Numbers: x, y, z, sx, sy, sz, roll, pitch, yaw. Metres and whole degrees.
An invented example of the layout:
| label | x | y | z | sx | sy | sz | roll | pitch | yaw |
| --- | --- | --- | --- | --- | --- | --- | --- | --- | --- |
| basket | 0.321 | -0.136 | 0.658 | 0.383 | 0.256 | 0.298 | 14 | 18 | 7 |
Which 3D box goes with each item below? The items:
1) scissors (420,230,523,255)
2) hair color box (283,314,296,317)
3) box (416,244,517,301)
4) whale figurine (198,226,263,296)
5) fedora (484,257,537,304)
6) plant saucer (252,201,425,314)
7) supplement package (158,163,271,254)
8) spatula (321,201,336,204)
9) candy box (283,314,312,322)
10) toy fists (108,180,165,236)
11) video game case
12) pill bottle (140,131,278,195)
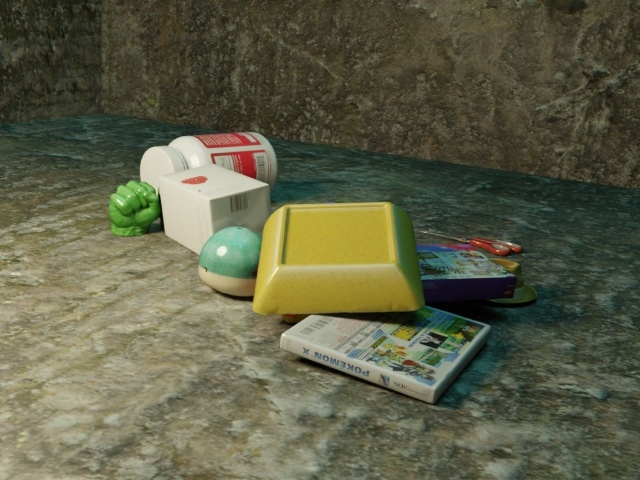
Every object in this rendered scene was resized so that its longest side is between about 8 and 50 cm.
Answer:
| label | x | y | z | sx | sy | sz | roll | pitch | yaw |
| --- | --- | --- | --- | --- | --- | --- | --- | --- | --- |
| scissors | 0.446 | 0.001 | 2.302 | 0.297 | 0.021 | 0.109 | 15 | 21 | 36 |
| hair color box | -0.064 | 0.109 | 1.607 | 0.072 | 0.043 | 0.141 | 9 | 21 | 14 |
| box | 0.251 | 0.069 | 1.710 | 0.293 | 0.057 | 0.201 | 0 | 21 | -22 |
| whale figurine | -0.143 | 0.037 | 1.763 | 0.272 | 0.141 | 0.216 | -5 | 17 | -39 |
| fedora | 0.422 | 0.091 | 1.850 | 0.194 | 0.079 | 0.194 | 5 | 15 | -1 |
| plant saucer | 0.035 | 0.016 | 1.596 | 0.333 | 0.081 | 0.332 | -2 | 33 | 2 |
| supplement package | -0.276 | -0.077 | 2.031 | 0.178 | 0.175 | 0.293 | -18 | 25 | -32 |
| spatula | 0.127 | -0.073 | 2.445 | 0.296 | 0.030 | 0.084 | 17 | 21 | 36 |
| candy box | 0.011 | 0.139 | 1.652 | 0.206 | 0.027 | 0.105 | -1 | 17 | -20 |
| toy fists | -0.449 | -0.095 | 2.148 | 0.279 | 0.142 | 0.096 | -8 | 20 | -37 |
| video game case | 0.133 | 0.182 | 1.473 | 0.300 | 0.036 | 0.329 | 16 | 20 | 24 |
| pill bottle | -0.351 | -0.222 | 2.471 | 0.229 | 0.229 | 0.408 | 18 | 20 | 40 |
